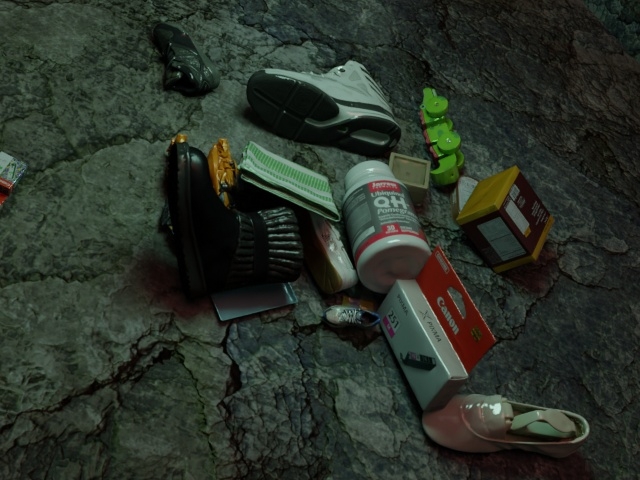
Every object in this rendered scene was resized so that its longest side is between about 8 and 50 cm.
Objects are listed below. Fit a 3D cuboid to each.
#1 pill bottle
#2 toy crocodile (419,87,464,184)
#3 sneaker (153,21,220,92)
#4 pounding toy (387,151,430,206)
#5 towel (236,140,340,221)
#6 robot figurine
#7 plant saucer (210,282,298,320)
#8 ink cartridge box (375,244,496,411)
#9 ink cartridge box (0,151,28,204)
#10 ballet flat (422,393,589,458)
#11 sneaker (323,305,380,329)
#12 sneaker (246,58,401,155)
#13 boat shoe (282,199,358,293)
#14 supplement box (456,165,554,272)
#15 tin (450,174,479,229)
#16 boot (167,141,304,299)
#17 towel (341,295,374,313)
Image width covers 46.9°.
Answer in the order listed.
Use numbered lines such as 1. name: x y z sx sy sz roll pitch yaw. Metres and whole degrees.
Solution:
1. pill bottle: 0.146 -0.043 1.767 0.176 0.176 0.318 9 41 -21
2. toy crocodile: 0.338 -0.301 2.119 0.105 0.115 0.340 -16 57 9
3. sneaker: -0.370 -0.465 1.880 0.227 0.087 0.130 51 44 7
4. pounding toy: 0.237 -0.162 1.983 0.130 0.100 0.141 14 48 0
5. towel: -0.076 -0.146 1.722 0.248 0.038 0.325 25 14 -11
6. robot figurine: -0.261 -0.104 1.676 0.211 0.085 0.291 1 56 -26
7. plant saucer: -0.145 0.129 1.612 0.192 0.018 0.067 -11 63 -32
8. ink cartridge box: 0.237 0.187 1.589 0.060 0.238 0.275 -1 46 -28
9. ink cartridge box: -0.661 -0.126 1.522 0.063 0.029 0.115 27 48 -8
10. ballet flat: 0.421 0.399 1.634 0.400 0.139 0.139 12 52 -19
11. sneaker: 0.073 0.170 1.659 0.135 0.058 0.052 6 75 -21
12. sneaker: -0.003 -0.396 1.999 0.448 0.169 0.257 16 42 -27
13. boat shoe: 0.000 0.000 1.736 0.096 0.098 0.277 -8 62 -42
14. supplement box: 0.495 -0.055 1.965 0.194 0.129 0.191 51 47 -14
15. tin: 0.416 -0.105 2.062 0.106 0.040 0.189 14 52 -12
16. boot: -0.175 -0.052 1.534 0.260 0.347 0.131 -12 27 -19
17. towel: 0.088 0.160 1.715 0.083 0.009 0.060 14 52 -18
